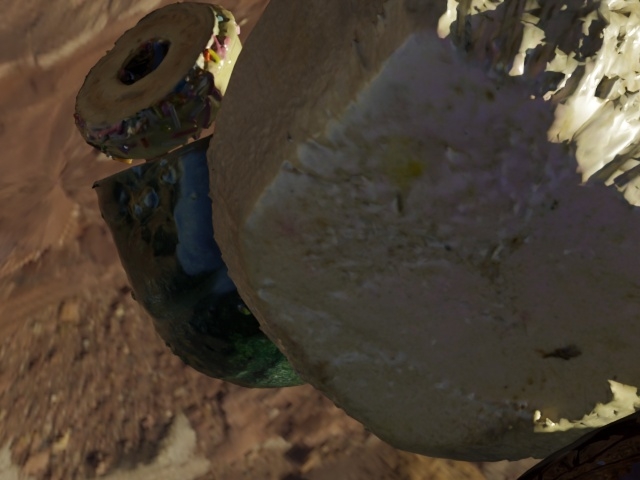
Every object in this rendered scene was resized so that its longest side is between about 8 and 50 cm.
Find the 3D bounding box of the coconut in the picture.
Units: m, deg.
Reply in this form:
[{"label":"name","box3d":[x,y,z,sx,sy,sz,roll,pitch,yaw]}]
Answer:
[{"label":"coconut","box3d":[0.110,-0.065,0.823,0.297,0.309,0.297,9,121,16]}]

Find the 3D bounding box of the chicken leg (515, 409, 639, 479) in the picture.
[{"label":"chicken leg","box3d":[0.098,0.139,0.568,0.158,0.407,0.096,12,45,-44]}]

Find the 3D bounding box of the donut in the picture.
[{"label":"donut","box3d":[-0.138,-0.137,1.331,0.174,0.174,0.068,-45,125,-5]}]

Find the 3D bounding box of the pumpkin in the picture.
[{"label":"pumpkin","box3d":[0.000,0.000,1.115,0.293,0.263,0.197,-21,90,-29]}]
